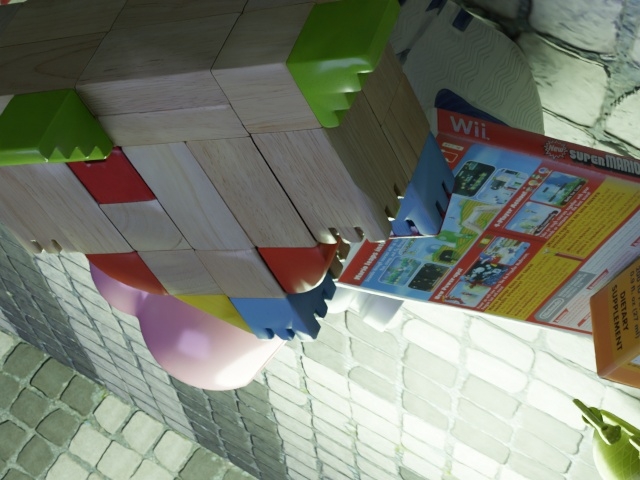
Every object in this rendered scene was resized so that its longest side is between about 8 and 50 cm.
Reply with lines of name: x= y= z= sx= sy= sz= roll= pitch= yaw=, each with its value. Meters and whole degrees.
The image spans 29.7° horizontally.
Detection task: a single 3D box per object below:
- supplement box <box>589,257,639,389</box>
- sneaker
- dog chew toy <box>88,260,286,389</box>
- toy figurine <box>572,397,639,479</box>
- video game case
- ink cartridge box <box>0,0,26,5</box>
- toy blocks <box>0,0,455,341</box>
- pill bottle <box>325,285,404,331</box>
supplement box: x=0.282 y=0.024 z=0.829 sx=0.080 sy=0.078 sz=0.233 roll=17 pitch=143 yaw=-19
sneaker: x=0.026 y=-0.147 z=0.914 sx=0.315 sy=0.127 sz=0.182 roll=45 pitch=167 yaw=-33
dog chew toy: x=-0.174 y=0.020 z=1.418 sx=0.332 sy=0.206 sz=0.206 roll=42 pitch=158 yaw=4
toy figurine: x=0.351 y=0.337 z=1.150 sx=0.362 sy=0.217 sz=0.191 roll=32 pitch=-175 yaw=34
video game case: x=0.171 y=0.002 z=0.894 sx=0.285 sy=0.025 sz=0.204 roll=12 pitch=145 yaw=-15
ink cartridge box: x=-0.264 y=-0.238 z=0.987 sx=0.283 sy=0.207 sz=0.117 roll=18 pitch=152 yaw=34
toy blocks: x=-0.072 y=-0.040 z=0.793 sx=0.381 sy=0.191 sz=0.261 roll=-2 pitch=139 yaw=31
pill bottle: x=0.000 y=0.000 z=1.225 sx=0.208 sy=0.118 sz=0.117 roll=33 pitch=158 yaw=2
